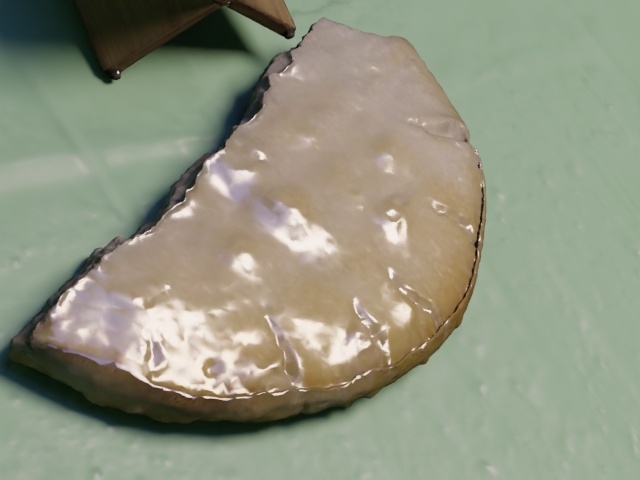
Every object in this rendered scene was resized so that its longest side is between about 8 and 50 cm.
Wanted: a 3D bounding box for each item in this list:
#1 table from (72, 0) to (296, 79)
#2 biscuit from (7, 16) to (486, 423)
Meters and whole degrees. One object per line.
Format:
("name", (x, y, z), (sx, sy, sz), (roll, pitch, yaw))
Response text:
("table", (-0.084, -0.200, 0.850), (0.167, 0.167, 0.227), (-11, 68, -36))
("biscuit", (0.001, -0.001, 0.811), (0.141, 0.038, 0.290), (39, 45, 2))
